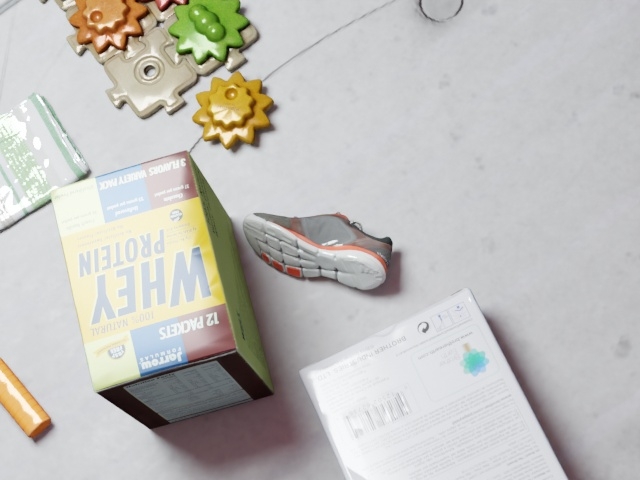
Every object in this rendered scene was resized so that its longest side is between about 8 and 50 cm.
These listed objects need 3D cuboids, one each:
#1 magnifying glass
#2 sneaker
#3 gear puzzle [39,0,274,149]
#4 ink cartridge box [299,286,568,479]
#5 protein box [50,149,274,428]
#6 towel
[{"bbox_3d":[-0.355,0.109,1.559,0.092,0.026,0.231,-42,73,-5],"label":"magnifying glass"},{"bbox_3d":[0.000,0.000,1.535,0.158,0.061,0.065,20,50,12],"label":"sneaker"},{"bbox_3d":[-0.173,-0.228,1.623,0.175,0.044,0.339,-35,72,-3],"label":"gear puzzle"},{"bbox_3d":[0.124,0.217,1.417,0.186,0.065,0.311,-26,60,1],"label":"ink cartridge box"},{"bbox_3d":[-0.147,0.053,1.452,0.136,0.201,0.199,-16,72,3],"label":"protein box"},{"bbox_3d":[-0.334,-0.076,1.612,0.152,0.023,0.113,-33,71,-2],"label":"towel"}]
